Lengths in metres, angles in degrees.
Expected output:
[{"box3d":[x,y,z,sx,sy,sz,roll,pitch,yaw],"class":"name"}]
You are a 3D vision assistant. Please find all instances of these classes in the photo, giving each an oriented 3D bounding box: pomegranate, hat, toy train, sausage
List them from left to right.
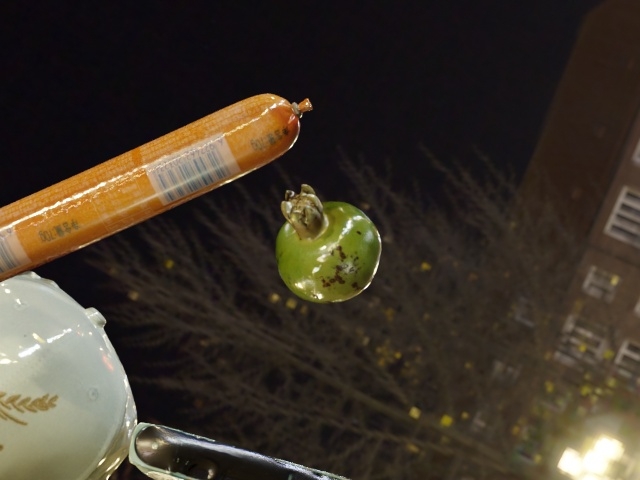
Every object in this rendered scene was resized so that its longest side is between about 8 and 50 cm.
[{"box3d":[-0.301,0.150,1.082,0.168,0.258,0.301,-44,1,24],"class":"hat"},{"box3d":[-0.165,-0.030,0.951,0.348,0.053,0.053,-24,-27,3],"class":"sausage"},{"box3d":[-0.071,0.207,1.109,0.047,0.208,0.043,134,152,-56],"class":"toy train"},{"box3d":[0.000,0.000,1.299,0.114,0.115,0.142,-55,-42,-21],"class":"pomegranate"}]
